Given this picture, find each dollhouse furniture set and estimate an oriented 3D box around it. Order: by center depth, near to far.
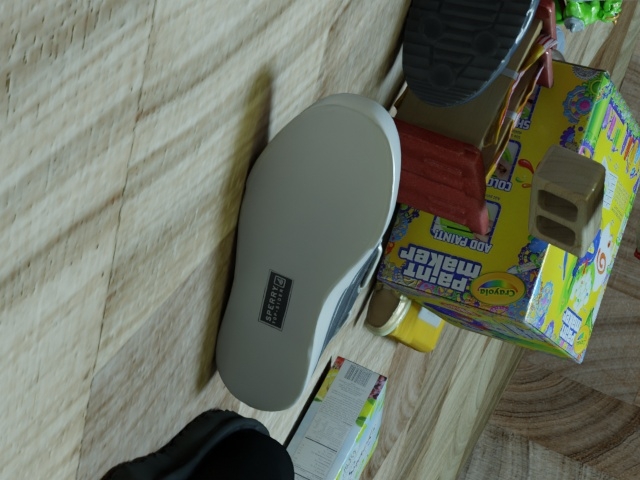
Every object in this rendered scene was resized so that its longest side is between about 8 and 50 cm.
[{"bbox_3d":[0.254,-0.090,1.512,0.201,0.374,0.152,-61,162,-21],"label":"dollhouse furniture set"}]

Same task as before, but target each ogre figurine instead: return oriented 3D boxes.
[{"bbox_3d":[0.371,-0.359,2.199,0.197,0.096,0.118,-78,168,-72],"label":"ogre figurine"}]

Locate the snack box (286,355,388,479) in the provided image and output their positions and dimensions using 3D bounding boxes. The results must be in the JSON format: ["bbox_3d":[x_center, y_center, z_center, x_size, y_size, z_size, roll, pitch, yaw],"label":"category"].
[{"bbox_3d":[-0.001,0.259,1.741,0.174,0.070,0.207,95,21,-56],"label":"snack box"}]

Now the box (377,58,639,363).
[{"bbox_3d":[0.227,-0.035,1.770,0.290,0.177,0.279,34,74,-66],"label":"box"}]

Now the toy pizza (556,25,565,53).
[{"bbox_3d":[0.298,-0.214,2.260,0.201,0.032,0.201,-56,159,-34],"label":"toy pizza"}]

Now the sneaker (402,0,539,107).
[{"bbox_3d":[0.172,-0.268,1.449,0.319,0.112,0.131,-68,165,6],"label":"sneaker"}]

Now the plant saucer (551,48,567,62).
[{"bbox_3d":[0.282,-0.187,2.150,0.168,0.029,0.168,-33,136,-39],"label":"plant saucer"}]

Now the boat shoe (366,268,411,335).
[{"bbox_3d":[0.084,0.042,1.789,0.135,0.050,0.045,-66,152,-15],"label":"boat shoe"}]

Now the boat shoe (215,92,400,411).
[{"bbox_3d":[0.000,0.000,1.206,0.102,0.108,0.301,-53,163,-49],"label":"boat shoe"}]

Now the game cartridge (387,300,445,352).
[{"bbox_3d":[0.156,-0.001,1.995,0.323,0.052,0.285,35,77,-78],"label":"game cartridge"}]

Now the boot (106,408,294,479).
[{"bbox_3d":[-0.019,0.256,1.207,0.348,0.260,0.131,-20,131,-73],"label":"boot"}]
